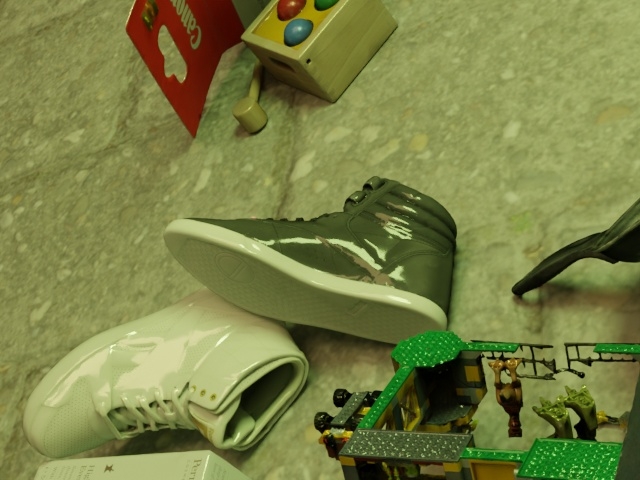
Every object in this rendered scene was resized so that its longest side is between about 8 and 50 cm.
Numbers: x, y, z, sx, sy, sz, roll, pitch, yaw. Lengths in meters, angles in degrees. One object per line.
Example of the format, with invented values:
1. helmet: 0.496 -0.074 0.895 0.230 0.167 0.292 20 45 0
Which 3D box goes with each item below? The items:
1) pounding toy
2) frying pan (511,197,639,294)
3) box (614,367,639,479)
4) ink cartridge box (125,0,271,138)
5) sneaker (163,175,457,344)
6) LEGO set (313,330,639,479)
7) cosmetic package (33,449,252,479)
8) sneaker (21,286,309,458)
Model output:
1. pounding toy: -0.045 -0.234 1.586 0.206 0.094 0.181 -51 41 -9
2. frying pan: 0.257 -0.009 1.063 0.326 0.053 0.197 -45 -5 30
3. box: 0.440 0.136 0.708 0.480 0.297 0.471 -5 52 40
4. ink cartridge box: -0.090 -0.342 1.567 0.091 0.308 0.385 15 74 14
5. sneaker: 0.000 0.000 1.295 0.296 0.104 0.147 15 56 13
6. LEGO set: 0.173 0.204 1.009 0.331 0.192 0.255 -4 24 21
7. cosmetic package: -0.185 0.276 1.274 0.231 0.085 0.117 -12 50 34
8. sneaker: -0.155 0.159 1.306 0.292 0.108 0.169 -32 40 -5
